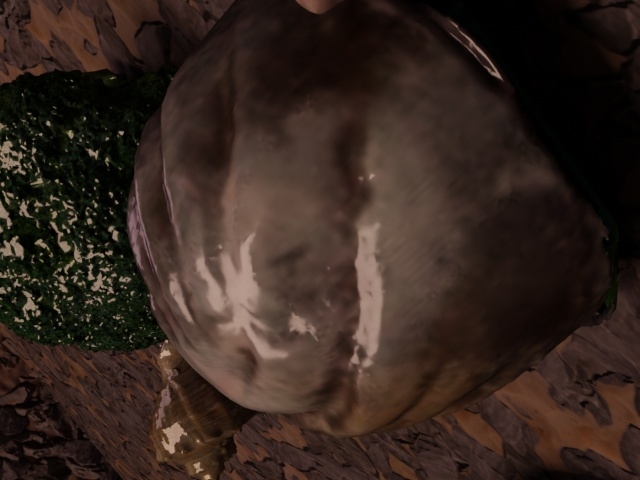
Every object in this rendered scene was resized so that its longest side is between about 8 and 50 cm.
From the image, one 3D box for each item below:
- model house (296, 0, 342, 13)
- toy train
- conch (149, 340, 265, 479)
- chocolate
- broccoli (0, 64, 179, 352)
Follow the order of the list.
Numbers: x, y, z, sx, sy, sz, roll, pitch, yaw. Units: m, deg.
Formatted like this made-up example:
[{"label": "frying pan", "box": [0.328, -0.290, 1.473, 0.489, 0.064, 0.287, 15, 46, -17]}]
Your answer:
[{"label": "model house", "box": [-0.033, -0.233, 0.480, 0.237, 0.202, 0.237, 43, 164, 29]}, {"label": "toy train", "box": [0.126, -0.048, 0.707, 0.209, 0.042, 0.044, 52, 171, -13]}, {"label": "conch", "box": [-0.145, 0.160, 1.379, 0.178, 0.163, 0.245, -17, 84, 48]}, {"label": "chocolate", "box": [0.000, 0.000, 0.711, 0.303, 0.213, 0.303, 48, 169, 12]}, {"label": "broccoli", "box": [-0.190, -0.037, 1.040, 0.307, 0.308, 0.275, 79, 166, -51]}]
